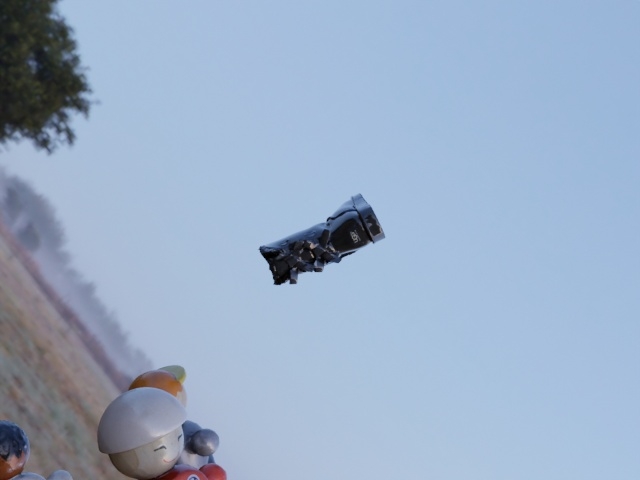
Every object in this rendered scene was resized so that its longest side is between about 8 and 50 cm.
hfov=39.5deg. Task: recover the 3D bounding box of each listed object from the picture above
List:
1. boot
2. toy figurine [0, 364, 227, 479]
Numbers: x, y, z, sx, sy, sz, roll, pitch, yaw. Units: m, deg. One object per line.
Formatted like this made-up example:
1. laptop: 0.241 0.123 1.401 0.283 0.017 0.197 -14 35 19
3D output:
1. boot: 0.000 0.000 0.759 0.121 0.099 0.045 -110 175 -83
2. toy figurine: -0.172 0.181 0.637 0.209 0.213 0.148 -150 -139 -84
